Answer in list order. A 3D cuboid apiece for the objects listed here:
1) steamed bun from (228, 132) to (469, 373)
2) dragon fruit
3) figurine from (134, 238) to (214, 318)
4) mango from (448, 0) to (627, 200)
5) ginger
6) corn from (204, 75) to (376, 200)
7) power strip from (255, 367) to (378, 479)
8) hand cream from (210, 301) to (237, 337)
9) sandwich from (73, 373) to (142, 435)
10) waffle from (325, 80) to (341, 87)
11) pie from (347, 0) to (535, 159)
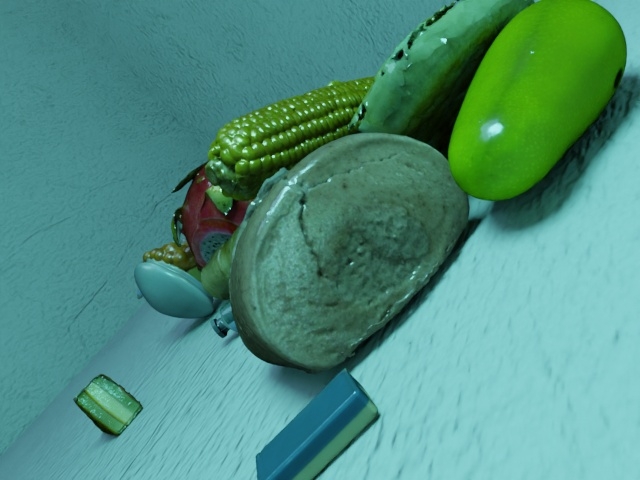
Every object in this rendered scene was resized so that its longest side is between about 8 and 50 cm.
[{"bbox_3d":[0.000,0.000,0.662,0.301,0.199,0.251,-46,13,-14],"label":"steamed bun"},{"bbox_3d":[-0.183,-0.029,1.175,0.291,0.290,0.189,-35,15,33],"label":"dragon fruit"},{"bbox_3d":[-0.267,0.065,1.387,0.382,0.205,0.225,-27,-2,-34],"label":"figurine"},{"bbox_3d":[0.228,-0.150,0.593,0.293,0.143,0.175,-52,-5,-31],"label":"mango"},{"bbox_3d":[-0.125,0.022,1.013,0.263,0.109,0.116,-40,42,39],"label":"ginger"},{"bbox_3d":[-0.006,-0.158,0.790,0.363,0.120,0.120,-30,3,-33],"label":"corn"},{"bbox_3d":[-0.006,0.174,0.485,0.123,0.032,0.056,-44,12,-2],"label":"power strip"},{"bbox_3d":[-0.087,0.089,1.004,0.256,0.055,0.088,-36,5,0],"label":"hand cream"},{"bbox_3d":[-0.448,0.333,1.127,0.079,0.113,0.163,-50,14,-30],"label":"sandwich"},{"bbox_3d":[0.035,-0.144,0.955,0.051,0.291,0.291,18,56,39],"label":"waffle"},{"bbox_3d":[0.182,-0.213,0.760,0.296,0.078,0.371,-47,-17,12],"label":"pie"}]
